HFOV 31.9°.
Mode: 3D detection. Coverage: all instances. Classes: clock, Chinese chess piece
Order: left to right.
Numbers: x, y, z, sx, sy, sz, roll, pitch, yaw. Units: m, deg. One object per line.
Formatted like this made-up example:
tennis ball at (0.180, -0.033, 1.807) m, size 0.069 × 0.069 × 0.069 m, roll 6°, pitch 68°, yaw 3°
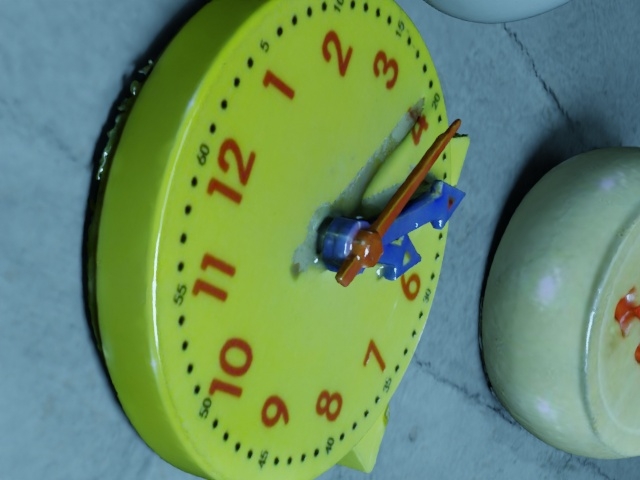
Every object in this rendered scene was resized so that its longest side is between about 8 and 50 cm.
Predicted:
clock at (0.003, 0.000, 0.603) m, size 0.293 × 0.071 × 0.277 m, roll 20°, pitch 83°, yaw -55°
Chinese chess piece at (0.238, 0.051, 0.893) m, size 0.251 × 0.097 × 0.250 m, roll -14°, pitch 111°, yaw -39°

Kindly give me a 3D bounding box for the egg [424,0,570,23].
egg at (0.116, -0.226, 0.616) m, size 0.232 × 0.176 × 0.176 m, roll -58°, pitch 142°, yaw -13°
